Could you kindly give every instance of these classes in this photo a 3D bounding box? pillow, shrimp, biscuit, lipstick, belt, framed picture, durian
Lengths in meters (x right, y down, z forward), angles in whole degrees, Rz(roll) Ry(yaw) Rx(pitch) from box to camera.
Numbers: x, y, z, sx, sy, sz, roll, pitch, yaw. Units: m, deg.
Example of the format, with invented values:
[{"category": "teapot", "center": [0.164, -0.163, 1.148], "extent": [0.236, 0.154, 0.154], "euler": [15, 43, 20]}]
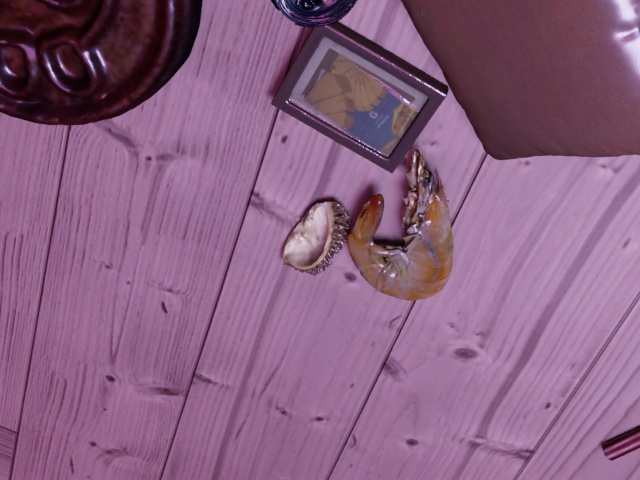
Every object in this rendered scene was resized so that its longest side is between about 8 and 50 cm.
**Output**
[{"category": "pillow", "center": [0.216, -0.210, 1.003], "extent": [0.305, 0.108, 0.308], "euler": [4, 133, 55]}, {"category": "shrimp", "center": [0.100, -0.013, 1.264], "extent": [0.133, 0.053, 0.236], "euler": [13, 136, 17]}, {"category": "biscuit", "center": [-0.330, -0.307, 1.150], "extent": [0.407, 0.091, 0.407], "euler": [7, 127, 10]}, {"category": "lipstick", "center": [0.457, 0.250, 1.369], "extent": [0.027, 0.027, 0.176], "euler": [44, 123, -16]}, {"category": "belt", "center": [0.002, -0.292, 1.085], "extent": [0.105, 0.058, 0.140], "euler": [21, 127, -4]}, {"category": "framed picture", "center": [0.044, -0.167, 1.185], "extent": [0.168, 0.023, 0.128], "euler": [29, 127, -7]}, {"category": "durian", "center": [-0.005, 0.004, 1.304], "extent": [0.066, 0.052, 0.130], "euler": [35, 127, -7]}]
